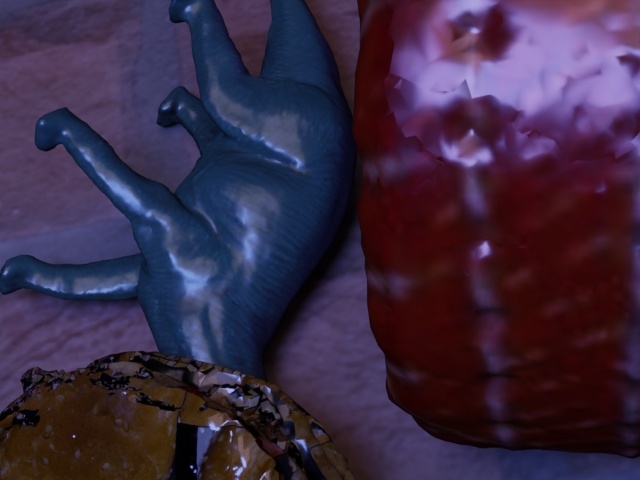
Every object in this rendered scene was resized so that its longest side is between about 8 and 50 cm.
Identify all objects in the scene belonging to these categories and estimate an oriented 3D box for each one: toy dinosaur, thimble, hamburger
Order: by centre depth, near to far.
[{"bbox_3d":[0.146,-0.060,0.625,0.230,0.350,0.350,2,60,12],"label":"thimble"},{"bbox_3d":[-0.089,0.167,0.642,0.231,0.107,0.231,0,91,22],"label":"hamburger"},{"bbox_3d":[0.000,0.000,0.773,0.331,0.129,0.383,32,68,14],"label":"toy dinosaur"}]
